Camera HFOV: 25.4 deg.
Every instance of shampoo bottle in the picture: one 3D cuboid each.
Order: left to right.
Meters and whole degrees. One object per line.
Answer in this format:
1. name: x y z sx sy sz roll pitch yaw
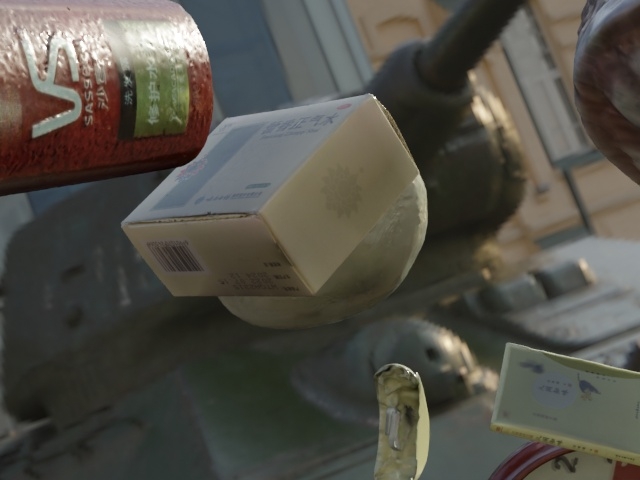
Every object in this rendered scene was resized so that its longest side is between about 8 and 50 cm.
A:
1. shampoo bottle: -0.169 -0.088 0.839 0.076 0.118 0.314 1 7 25

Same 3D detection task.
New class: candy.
1. candy: 0.000 0.000 1.709 0.295 0.185 0.295 -22 -32 -15
2. candy: 0.331 -0.123 1.121 0.214 0.289 0.157 -38 28 38

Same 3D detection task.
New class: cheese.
1. cheese: 0.091 0.209 1.513 0.050 0.127 0.235 1 -13 10

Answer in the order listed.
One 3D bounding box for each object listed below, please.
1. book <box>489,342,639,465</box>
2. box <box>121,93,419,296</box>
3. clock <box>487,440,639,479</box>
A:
1. book: 0.182 0.117 1.027 0.111 0.077 0.014 12 -42 8
2. box: -0.045 -0.037 1.247 0.212 0.095 0.168 -4 36 50
3. clock: 0.332 0.375 1.710 0.318 0.318 0.080 -22 6 2
